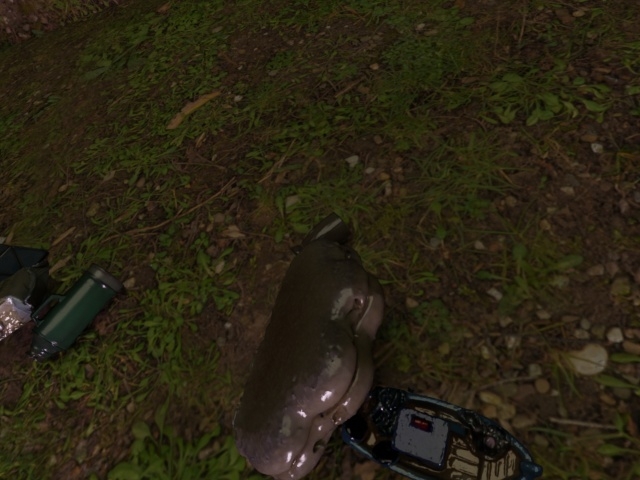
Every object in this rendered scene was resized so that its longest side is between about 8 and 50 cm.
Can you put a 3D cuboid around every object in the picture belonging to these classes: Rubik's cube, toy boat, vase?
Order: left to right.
[{"bbox_3d":[-0.728,0.066,0.868,0.212,0.178,0.190,-14,54,10],"label":"Rubik's cube"},{"bbox_3d":[0.000,0.000,0.752,0.101,0.053,0.053,-39,52,-6],"label":"vase"},{"bbox_3d":[0.134,0.231,0.501,0.223,0.097,0.100,7,60,24],"label":"toy boat"}]

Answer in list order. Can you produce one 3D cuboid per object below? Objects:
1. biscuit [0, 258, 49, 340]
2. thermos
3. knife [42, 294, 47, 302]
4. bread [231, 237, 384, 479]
[{"bbox_3d":[-0.644,0.165,0.786,0.309,0.079,0.186,-33,26,-9],"label":"biscuit"},{"bbox_3d":[-0.454,0.133,0.782,0.073,0.083,0.187,30,67,10],"label":"thermos"},{"bbox_3d":[-0.644,0.203,0.831,0.063,0.034,0.260,7,49,39],"label":"knife"},{"bbox_3d":[0.002,0.133,0.573,0.183,0.102,0.337,-26,39,46],"label":"bread"}]
